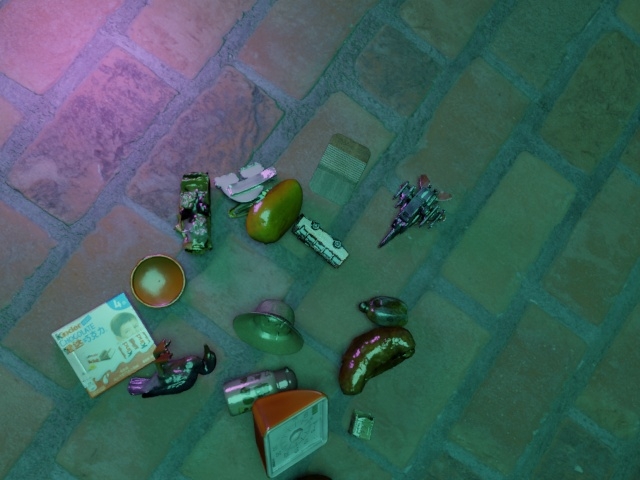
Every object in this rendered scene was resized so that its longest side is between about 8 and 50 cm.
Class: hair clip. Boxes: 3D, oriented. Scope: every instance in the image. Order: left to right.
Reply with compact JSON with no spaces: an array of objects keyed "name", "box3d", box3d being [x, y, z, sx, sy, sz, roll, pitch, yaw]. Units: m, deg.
[{"name":"hair clip","box3d":[-0.264,-0.207,1.950,0.220,0.054,0.140,-24,75,-10]},{"name":"hair clip","box3d":[-0.250,-0.129,1.967,0.188,0.033,0.060,-27,92,-16]}]

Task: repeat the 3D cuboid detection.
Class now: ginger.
[{"name":"ginger","box3d":[0.187,0.420,1.945,0.321,0.172,0.165,-37,130,-4]}]

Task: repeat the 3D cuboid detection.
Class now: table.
[{"name":"table","box3d":[0.150,0.670,1.961,0.079,0.062,0.083,15,83,-8]}]

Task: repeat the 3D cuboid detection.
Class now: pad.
[{"name":"pad","box3d":[0.149,-0.237,2.029,0.323,0.055,0.250,24,82,11]}]

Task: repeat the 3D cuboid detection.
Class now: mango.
[{"name":"mango","box3d":[-0.158,-0.105,1.920,0.262,0.130,0.167,-49,135,-20]}]

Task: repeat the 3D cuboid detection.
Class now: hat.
[{"name":"hat","box3d":[-0.164,0.280,1.889,0.257,0.257,0.130,26,50,-6]}]

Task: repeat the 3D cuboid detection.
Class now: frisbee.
[{"name":"frisbee","box3d":[-0.569,0.143,1.895,0.192,0.035,0.192,1,86,-8]}]

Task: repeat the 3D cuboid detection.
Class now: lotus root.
[{"name":"lotus root","box3d":[0.234,0.261,1.992,0.192,0.088,0.113,11,68,-8]}]

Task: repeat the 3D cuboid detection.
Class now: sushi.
[{"name":"sushi","box3d":[-0.449,-0.096,1.888,0.139,0.131,0.290,-2,94,-11]}]

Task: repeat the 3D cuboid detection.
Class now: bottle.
[{"name":"bottle","box3d":[-0.205,0.522,1.886,0.253,0.120,0.120,-14,88,-9]}]

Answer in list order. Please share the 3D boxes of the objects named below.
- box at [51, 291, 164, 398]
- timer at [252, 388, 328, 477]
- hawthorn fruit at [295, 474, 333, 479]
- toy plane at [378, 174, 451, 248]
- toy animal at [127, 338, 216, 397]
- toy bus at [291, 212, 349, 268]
[{"name":"box","box3d":[-0.725,0.356,1.849,0.273,0.048,0.265,-32,91,-9]},{"name":"timer","box3d":[-0.093,0.636,1.835,0.250,0.161,0.257,-13,125,-18]},{"name":"hawthorn fruit","box3d":[-0.057,0.918,1.845,0.261,0.224,0.224,-12,88,10]},{"name":"toy plane","box3d":[0.330,-0.093,2.024,0.326,0.104,0.223,-44,67,-6]},{"name":"toy animal","box3d":[-0.503,0.444,1.827,0.298,0.122,0.185,-36,128,-5]},{"name":"toy bus","box3d":[0.000,0.000,1.982,0.235,0.073,0.096,39,88,-5]}]
